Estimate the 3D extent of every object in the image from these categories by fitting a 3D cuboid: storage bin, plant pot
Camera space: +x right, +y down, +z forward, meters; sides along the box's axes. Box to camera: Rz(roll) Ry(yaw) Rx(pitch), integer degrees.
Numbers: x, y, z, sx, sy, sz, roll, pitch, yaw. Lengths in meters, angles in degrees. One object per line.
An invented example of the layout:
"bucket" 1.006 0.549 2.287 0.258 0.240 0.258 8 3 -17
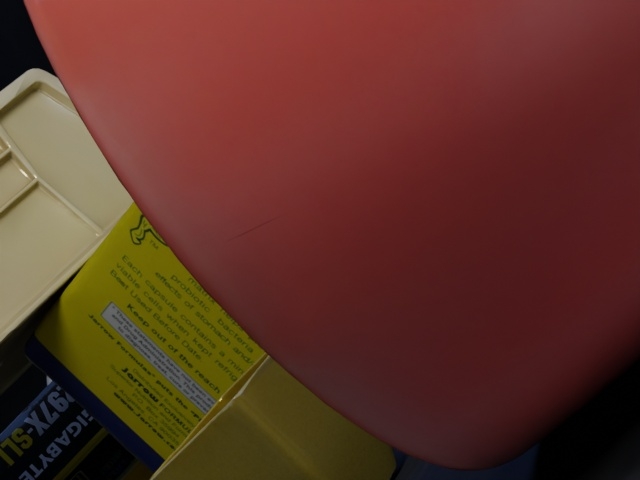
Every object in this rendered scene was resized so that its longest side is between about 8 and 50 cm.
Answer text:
"storage bin" -0.259 0.046 1.020 0.260 0.123 0.262 -49 1 -42
"plant pot" 0.081 -0.100 0.473 0.243 0.275 0.275 -35 5 21
"plant pot" -0.014 0.101 0.698 0.081 0.083 0.081 -46 0 36

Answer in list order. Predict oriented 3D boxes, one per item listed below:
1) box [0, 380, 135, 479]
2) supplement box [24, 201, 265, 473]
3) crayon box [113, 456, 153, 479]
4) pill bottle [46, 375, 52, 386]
"box" -0.258 0.273 1.389 0.257 0.079 0.322 -48 -19 -14
"supplement box" 0.000 0.000 0.916 0.194 0.195 0.356 -48 2 -42
"crayon box" -0.108 0.188 1.250 0.318 0.081 0.202 -46 1 -17
"pill bottle" -0.153 0.139 1.552 0.229 0.131 0.131 -13 12 17
